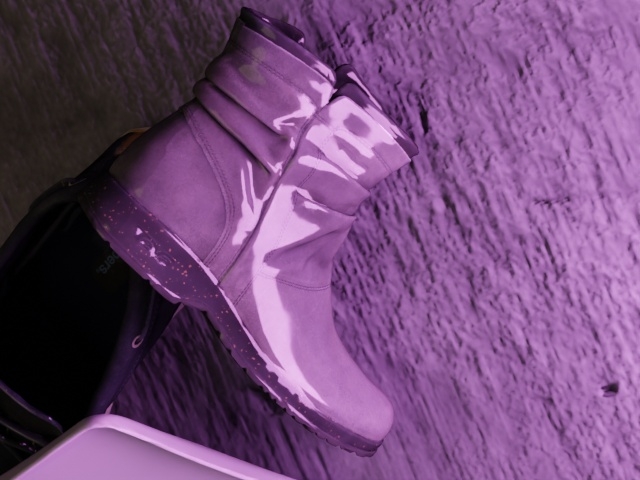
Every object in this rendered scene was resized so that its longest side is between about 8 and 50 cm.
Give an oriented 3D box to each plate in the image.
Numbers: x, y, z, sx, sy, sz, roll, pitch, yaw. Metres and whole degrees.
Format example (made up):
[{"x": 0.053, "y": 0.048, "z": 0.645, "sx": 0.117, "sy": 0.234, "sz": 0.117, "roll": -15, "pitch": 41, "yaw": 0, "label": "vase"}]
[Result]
[{"x": -0.161, "y": 0.229, "z": 1.660, "sx": 0.278, "sy": 0.277, "sz": 0.045, "roll": -33, "pitch": 46, "yaw": 36, "label": "plate"}]

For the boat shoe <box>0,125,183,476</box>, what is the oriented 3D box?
[{"x": -0.250, "y": 0.109, "z": 1.687, "sx": 0.187, "sy": 0.156, "sz": 0.500, "roll": 44, "pitch": 120, "yaw": 9, "label": "boat shoe"}]

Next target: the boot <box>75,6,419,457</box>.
[{"x": 0.000, "y": 0.000, "z": 1.514, "sx": 0.223, "sy": 0.118, "sz": 0.338, "roll": -45, "pitch": 119, "yaw": 0, "label": "boot"}]
